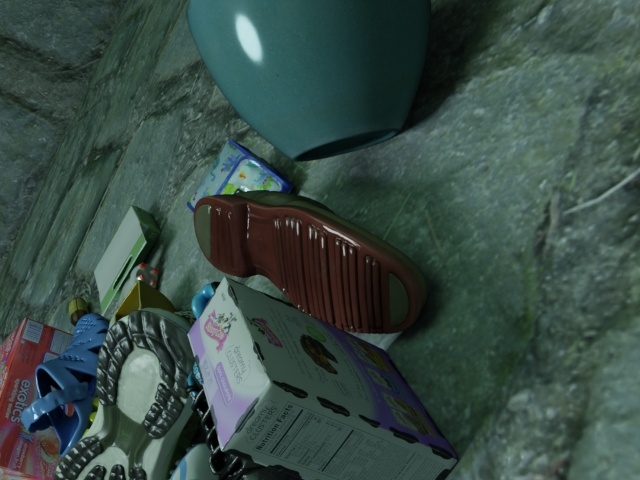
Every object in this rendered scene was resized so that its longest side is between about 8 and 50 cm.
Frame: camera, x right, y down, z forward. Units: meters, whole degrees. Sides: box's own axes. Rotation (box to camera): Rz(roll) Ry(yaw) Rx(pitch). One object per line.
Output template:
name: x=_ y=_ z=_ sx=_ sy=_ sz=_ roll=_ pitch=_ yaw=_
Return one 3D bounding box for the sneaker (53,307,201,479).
sneaker: x=-0.212 y=0.247 z=0.982 sx=0.182 sy=0.158 sz=0.410 roll=-27 pitch=-32 yaw=-60

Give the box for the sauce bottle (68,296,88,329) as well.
sauce bottle: x=-0.526 y=0.167 z=1.614 sx=0.042 sy=0.042 sz=0.128 roll=-57 pitch=27 yaw=9

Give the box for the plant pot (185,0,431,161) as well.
plant pot: x=0.006 y=-0.205 z=0.879 sx=0.290 sy=0.290 sz=0.195 roll=-17 pitch=87 yaw=53

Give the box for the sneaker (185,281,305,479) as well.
sneaker: x=-0.085 y=0.193 z=0.775 sx=0.125 sy=0.139 sz=0.341 roll=-40 pitch=37 yaw=29

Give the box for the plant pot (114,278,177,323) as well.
plant pot: x=-0.276 y=0.129 z=1.198 sx=0.081 sy=0.083 sz=0.081 roll=-52 pitch=29 yaw=17

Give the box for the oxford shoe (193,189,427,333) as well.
oxford shoe: x=0.000 y=0.000 z=0.829 sx=0.348 sy=0.130 sz=0.123 roll=24 pitch=123 yaw=43

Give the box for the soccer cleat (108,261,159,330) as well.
soccer cleat: x=-0.335 y=0.125 z=1.325 sx=0.076 sy=0.068 sz=0.196 roll=-46 pitch=25 yaw=37

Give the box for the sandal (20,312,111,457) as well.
sandal: x=-0.437 y=0.243 z=1.310 sx=0.126 sy=0.138 sz=0.317 roll=-50 pitch=29 yaw=25

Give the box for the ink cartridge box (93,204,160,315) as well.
ink cartridge box: x=-0.382 y=0.042 z=1.473 sx=0.171 sy=0.056 sz=0.235 roll=-58 pitch=29 yaw=7

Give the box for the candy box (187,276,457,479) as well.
candy box: x=-0.004 y=0.131 z=0.637 sx=0.070 sy=0.196 sz=0.165 roll=-55 pitch=29 yaw=12

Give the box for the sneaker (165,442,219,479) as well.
sneaker: x=-0.138 y=0.339 z=0.813 sx=0.086 sy=0.085 sz=0.237 roll=-10 pitch=49 yaw=24

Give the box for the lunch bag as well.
lunch bag: x=-0.115 y=-0.062 z=1.102 sx=0.129 sy=0.096 sz=0.151 roll=-55 pitch=44 yaw=7

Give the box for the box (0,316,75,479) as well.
box: x=-0.559 y=0.324 z=1.421 sx=0.142 sy=0.154 sz=0.300 roll=-38 pitch=38 yaw=38
